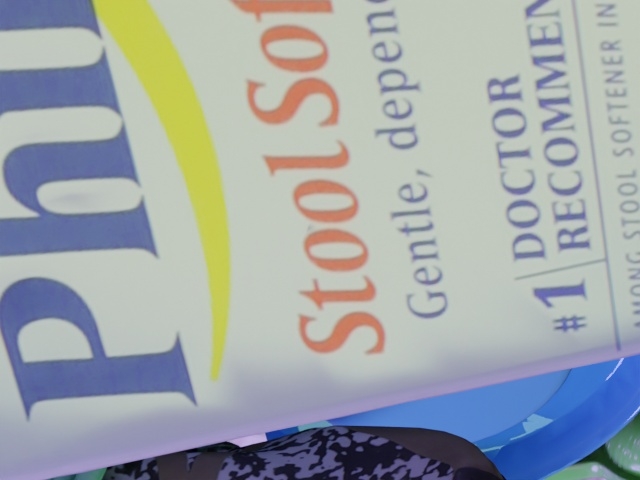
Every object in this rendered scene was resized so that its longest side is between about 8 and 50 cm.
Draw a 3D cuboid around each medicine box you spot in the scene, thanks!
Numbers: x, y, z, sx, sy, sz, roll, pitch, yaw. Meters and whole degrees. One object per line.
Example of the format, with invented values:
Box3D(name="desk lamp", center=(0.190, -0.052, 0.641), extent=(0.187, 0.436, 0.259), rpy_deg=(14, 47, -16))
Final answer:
Box3D(name="medicine box", center=(-0.016, -0.101, 0.469), extent=(0.289, 0.149, 0.263), rpy_deg=(-13, 118, -1))

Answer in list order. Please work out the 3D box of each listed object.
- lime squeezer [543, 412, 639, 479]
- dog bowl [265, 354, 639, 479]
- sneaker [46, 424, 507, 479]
Box3D(name="lime squeezer", center=(0.155, 0.064, 0.820), extent=(0.310, 0.059, 0.110), rpy_deg=(-34, 134, 24))
Box3D(name="dog bowl", center=(0.000, 0.000, 0.699), extent=(0.166, 0.074, 0.297), rpy_deg=(-37, 132, 25))
Box3D(name="sneaker", center=(-0.138, 0.103, 0.666), extent=(0.410, 0.158, 0.182), rpy_deg=(-10, 131, 27))
